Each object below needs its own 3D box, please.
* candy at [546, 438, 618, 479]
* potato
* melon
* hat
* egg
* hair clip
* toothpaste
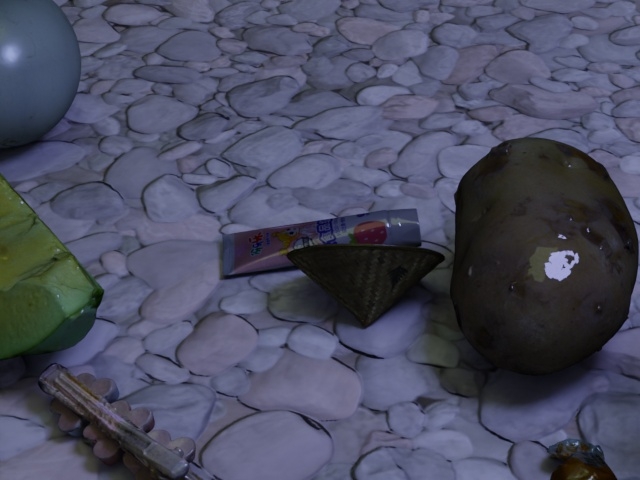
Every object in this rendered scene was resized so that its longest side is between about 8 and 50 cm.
[{"bbox_3d":[0.203,0.197,0.911,0.053,0.046,0.182,-4,31,-6],"label":"candy"},{"bbox_3d":[0.195,0.013,1.103,0.165,0.165,0.262,0,40,4],"label":"potato"},{"bbox_3d":[-0.307,0.025,1.143,0.196,0.124,0.323,-29,48,-31],"label":"melon"},{"bbox_3d":[0.040,0.046,1.145,0.146,0.067,0.146,1,-8,0],"label":"hat"},{"bbox_3d":[-0.365,-0.206,1.439,0.183,0.183,0.264,-6,26,-6],"label":"egg"},{"bbox_3d":[-0.153,0.155,1.001,0.062,0.056,0.214,-42,39,-22],"label":"hair clip"},{"bbox_3d":[0.000,0.000,1.234,0.194,0.043,0.067,-8,36,1],"label":"toothpaste"}]
